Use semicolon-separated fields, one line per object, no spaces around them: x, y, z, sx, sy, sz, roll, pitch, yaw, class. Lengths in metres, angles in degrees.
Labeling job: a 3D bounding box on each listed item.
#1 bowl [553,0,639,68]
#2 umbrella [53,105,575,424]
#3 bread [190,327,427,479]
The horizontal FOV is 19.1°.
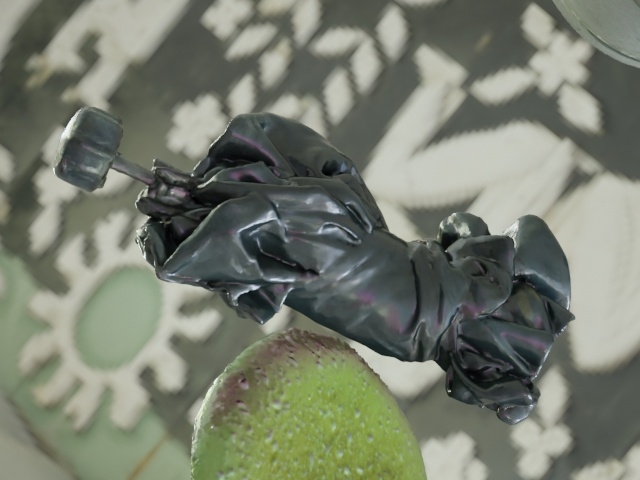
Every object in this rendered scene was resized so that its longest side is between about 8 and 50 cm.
0.354;-0.285;1.837;0.313;0.313;0.146;39;-154;-5;bowl
0.001;0.000;1.196;0.349;0.094;0.143;25;-143;-10;umbrella
0.001;0.201;1.273;0.045;0.301;0.301;-12;150;31;bread
